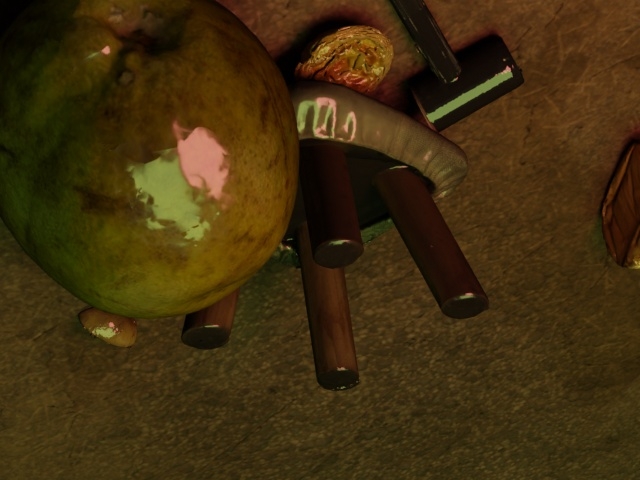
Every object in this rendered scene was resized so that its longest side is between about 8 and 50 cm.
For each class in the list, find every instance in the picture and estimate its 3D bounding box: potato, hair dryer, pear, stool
[{"bbox_3d":[-0.264,0.111,2.293,0.093,0.037,0.036,23,119,-41],"label":"potato"},{"bbox_3d":[0.140,-0.239,2.049,0.128,0.070,0.255,-27,136,7],"label":"hair dryer"},{"bbox_3d":[-0.183,-0.097,1.847,0.352,0.352,0.413,-12,149,-11],"label":"pear"},{"bbox_3d":[0.000,0.000,2.088,0.310,0.226,0.310,23,136,-39],"label":"stool"}]

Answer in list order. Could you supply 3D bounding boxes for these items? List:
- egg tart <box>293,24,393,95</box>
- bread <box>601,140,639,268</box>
[{"bbox_3d":[0.022,-0.205,2.042,0.129,0.049,0.128,-17,143,-14],"label":"egg tart"},{"bbox_3d":[0.451,-0.047,2.352,0.114,0.132,0.190,-3,142,-21],"label":"bread"}]
